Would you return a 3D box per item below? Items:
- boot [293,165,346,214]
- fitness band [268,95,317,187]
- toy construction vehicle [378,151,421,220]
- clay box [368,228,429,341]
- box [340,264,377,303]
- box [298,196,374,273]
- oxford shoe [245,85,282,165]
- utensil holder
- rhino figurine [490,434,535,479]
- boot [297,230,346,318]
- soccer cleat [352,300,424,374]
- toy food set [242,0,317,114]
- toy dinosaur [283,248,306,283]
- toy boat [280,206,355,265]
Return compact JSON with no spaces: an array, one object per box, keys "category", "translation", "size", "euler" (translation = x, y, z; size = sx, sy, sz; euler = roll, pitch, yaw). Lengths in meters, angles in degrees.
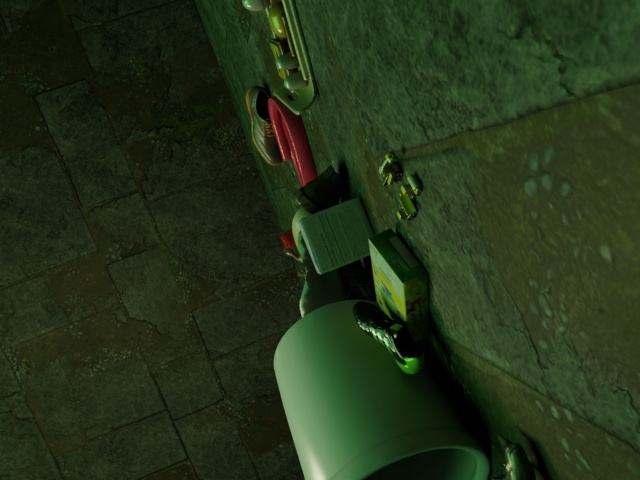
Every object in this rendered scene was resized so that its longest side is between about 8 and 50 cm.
[{"category":"boot","translation":[0.032,-0.103,1.273],"size":[0.082,0.106,0.219],"euler":[51,-165,19]},{"category":"fitness band","translation":[-0.075,-0.273,1.576],"size":[0.209,0.054,0.290],"euler":[-128,18,-56]},{"category":"toy construction vehicle","translation":[0.118,-0.080,0.845],"size":[0.098,0.035,0.085],"euler":[91,156,-69]},{"category":"clay box","translation":[0.149,0.098,1.036],"size":[0.127,0.053,0.222],"euler":[57,167,41]},{"category":"box","translation":[0.082,0.170,1.350],"size":[0.180,0.078,0.147],"euler":[59,138,44]},{"category":"box","translation":[0.037,-0.009,1.189],"size":[0.072,0.137,0.126],"euler":[166,83,-82]},{"category":"oxford shoe","translation":[-0.179,-0.374,1.841],"size":[0.098,0.097,0.271],"euler":[36,147,65]},{"category":"utensil holder","translation":[0.094,0.353,1.116],"size":[0.385,0.328,0.327],"euler":[-119,11,-49]},{"category":"rhino figurine","translation":[0.293,0.365,0.721],"size":[0.106,0.073,0.243],"euler":[82,166,-48]},{"category":"boot","translation":[0.013,0.095,1.323],"size":[0.115,0.113,0.304],"euler":[-49,-42,-69]},{"category":"soccer cleat","translation":[0.126,0.164,1.012],"size":[0.179,0.060,0.072],"euler":[45,149,32]},{"category":"toy food set","translation":[-0.109,-0.441,1.196],"size":[0.219,0.093,0.305],"euler":[-125,17,-58]},{"category":"toy dinosaur","translation":[-0.006,0.116,1.891],"size":[0.200,0.127,0.295],"euler":[53,169,39]},{"category":"toy boat","translation":[0.000,0.000,1.538],"size":[0.318,0.148,0.267],"euler":[34,150,63]}]
